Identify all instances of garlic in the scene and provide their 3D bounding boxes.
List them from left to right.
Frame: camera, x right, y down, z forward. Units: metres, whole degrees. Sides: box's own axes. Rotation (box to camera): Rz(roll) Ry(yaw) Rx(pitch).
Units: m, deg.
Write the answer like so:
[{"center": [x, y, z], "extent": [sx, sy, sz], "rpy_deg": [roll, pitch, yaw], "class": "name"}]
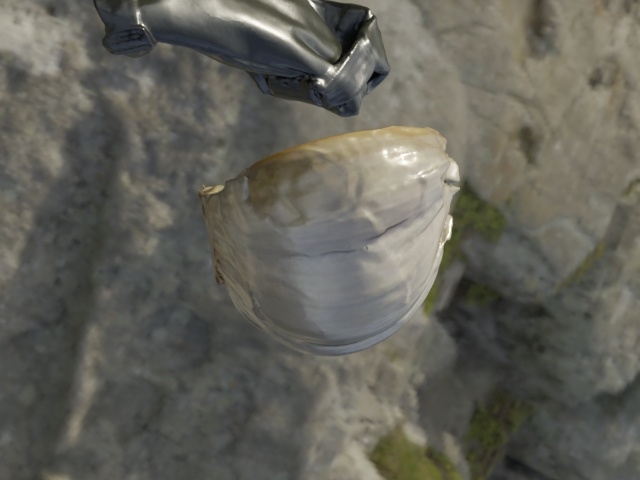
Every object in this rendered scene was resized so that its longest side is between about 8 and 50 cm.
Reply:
[{"center": [0.004, 0.003, 0.484], "extent": [0.113, 0.094, 0.074], "rpy_deg": [103, -14, -69], "class": "garlic"}]

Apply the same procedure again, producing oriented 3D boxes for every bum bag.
[{"center": [-0.075, -0.178, 1.122], "extent": [0.326, 0.142, 0.080], "rpy_deg": [17, 139, -32], "class": "bum bag"}]
